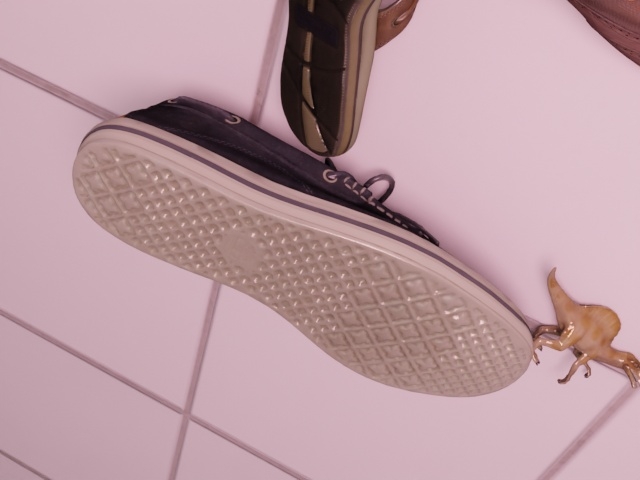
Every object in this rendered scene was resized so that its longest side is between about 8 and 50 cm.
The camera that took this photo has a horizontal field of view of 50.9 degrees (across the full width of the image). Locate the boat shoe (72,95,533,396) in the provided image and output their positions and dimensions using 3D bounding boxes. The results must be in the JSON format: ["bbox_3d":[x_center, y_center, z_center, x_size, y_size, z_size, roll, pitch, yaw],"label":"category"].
[{"bbox_3d":[0.000,0.000,0.701,0.500,0.156,0.186,27,129,-3],"label":"boat shoe"}]

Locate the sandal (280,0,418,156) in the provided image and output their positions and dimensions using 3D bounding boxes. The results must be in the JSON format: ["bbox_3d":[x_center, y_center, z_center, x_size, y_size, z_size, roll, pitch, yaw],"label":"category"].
[{"bbox_3d":[0.032,-0.209,0.579,0.120,0.086,0.302,50,145,28],"label":"sandal"}]

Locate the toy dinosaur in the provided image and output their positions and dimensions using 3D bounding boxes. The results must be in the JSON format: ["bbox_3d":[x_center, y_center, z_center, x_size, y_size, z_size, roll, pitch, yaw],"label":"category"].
[{"bbox_3d":[0.264,0.094,0.709,0.093,0.053,0.183,-38,109,25],"label":"toy dinosaur"}]

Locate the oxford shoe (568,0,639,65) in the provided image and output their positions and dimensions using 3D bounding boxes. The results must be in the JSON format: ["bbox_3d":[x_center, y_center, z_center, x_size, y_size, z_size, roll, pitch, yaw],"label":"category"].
[{"bbox_3d":[0.228,-0.181,0.464,0.364,0.132,0.130,35,131,0],"label":"oxford shoe"}]
